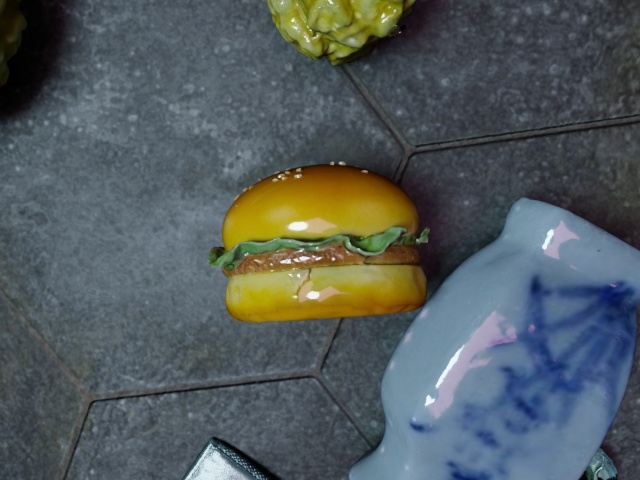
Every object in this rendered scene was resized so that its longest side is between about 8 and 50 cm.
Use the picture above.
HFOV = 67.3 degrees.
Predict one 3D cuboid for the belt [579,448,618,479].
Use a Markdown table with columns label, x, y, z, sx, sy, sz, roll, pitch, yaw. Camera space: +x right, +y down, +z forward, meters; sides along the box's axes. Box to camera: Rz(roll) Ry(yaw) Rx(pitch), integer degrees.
| label | x | y | z | sx | sy | sz | roll | pitch | yaw |
| --- | --- | --- | --- | --- | --- | --- | --- | --- | --- |
| belt | 0.340 | 0.326 | 0.645 | 0.105 | 0.058 | 0.140 | -3 | 96 | 0 |

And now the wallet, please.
| label | x | y | z | sx | sy | sz | roll | pitch | yaw |
| --- | --- | --- | --- | --- | --- | --- | --- | --- | --- |
| wallet | -0.126 | 0.349 | 0.675 | 0.129 | 0.026 | 0.088 | 34 | 79 | 7 |

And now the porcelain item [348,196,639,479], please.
| label | x | y | z | sx | sy | sz | roll | pitch | yaw |
| --- | --- | --- | --- | --- | --- | --- | --- | --- | --- |
| porcelain item | 0.208 | 0.163 | 0.573 | 0.242 | 0.178 | 0.405 | 29 | 95 | 0 |

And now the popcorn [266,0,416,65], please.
| label | x | y | z | sx | sy | sz | roll | pitch | yaw |
| --- | --- | --- | --- | --- | --- | --- | --- | --- | --- |
| popcorn | 0.037 | -0.298 | 0.528 | 0.169 | 0.189 | 0.218 | 40 | 91 | -10 |

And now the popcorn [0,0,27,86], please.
| label | x | y | z | sx | sy | sz | roll | pitch | yaw |
| --- | --- | --- | --- | --- | --- | --- | --- | --- | --- |
| popcorn | -0.474 | -0.272 | 0.504 | 0.279 | 0.274 | 0.335 | 10 | 97 | -1 |

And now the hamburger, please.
| label | x | y | z | sx | sy | sz | roll | pitch | yaw |
| --- | --- | --- | --- | --- | --- | --- | --- | --- | --- |
| hamburger | 0.002 | 0.000 | 0.534 | 0.246 | 0.246 | 0.170 | -4 | 82 | 3 |
